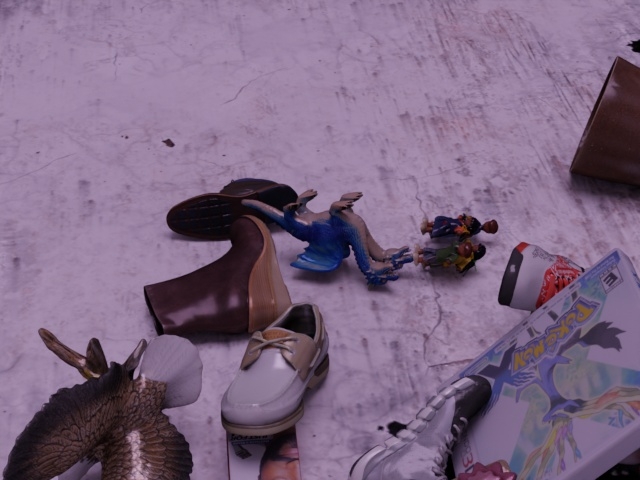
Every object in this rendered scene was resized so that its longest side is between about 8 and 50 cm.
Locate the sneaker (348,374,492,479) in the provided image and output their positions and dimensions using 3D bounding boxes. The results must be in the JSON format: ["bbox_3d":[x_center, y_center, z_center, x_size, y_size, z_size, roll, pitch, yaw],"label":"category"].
[{"bbox_3d":[0.159,0.282,1.746,0.229,0.086,0.132,-38,54,-10],"label":"sneaker"}]

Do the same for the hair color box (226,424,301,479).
[{"bbox_3d":[-0.074,0.290,1.774,0.093,0.053,0.167,-2,35,-6],"label":"hair color box"}]

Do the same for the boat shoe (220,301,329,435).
[{"bbox_3d":[-0.062,0.168,1.834,0.113,0.103,0.302,3,16,12],"label":"boat shoe"}]

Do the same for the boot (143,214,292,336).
[{"bbox_3d":[-0.168,0.052,2.087,0.207,0.090,0.248,-7,39,-15],"label":"boot"}]

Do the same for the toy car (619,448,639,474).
[{"bbox_3d":[0.426,0.226,1.725,0.238,0.219,0.210,26,42,33],"label":"toy car"}]

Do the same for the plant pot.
[{"bbox_3d":[0.576,-0.175,2.354,0.230,0.215,0.215,23,38,6],"label":"plant pot"}]

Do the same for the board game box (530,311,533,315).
[{"bbox_3d":[0.369,0.150,1.990,0.092,0.043,0.181,-3,35,-4],"label":"board game box"}]

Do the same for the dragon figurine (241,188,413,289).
[{"bbox_3d":[0.000,0.000,2.154,0.289,0.144,0.085,1,20,19],"label":"dragon figurine"}]

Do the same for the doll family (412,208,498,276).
[{"bbox_3d":[0.219,-0.001,2.181,0.111,0.076,0.193,-8,35,19],"label":"doll family"}]

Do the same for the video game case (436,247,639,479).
[{"bbox_3d":[0.294,0.198,1.735,0.036,0.329,0.300,38,23,-26],"label":"video game case"}]

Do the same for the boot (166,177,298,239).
[{"bbox_3d":[-0.149,-0.055,2.282,0.219,0.082,0.106,-9,13,-6],"label":"boot"}]

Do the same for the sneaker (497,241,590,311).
[{"bbox_3d":[0.343,0.067,1.912,0.145,0.090,0.270,19,5,19],"label":"sneaker"}]

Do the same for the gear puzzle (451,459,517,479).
[{"bbox_3d":[0.189,0.405,1.554,0.175,0.044,0.339,-23,48,2],"label":"gear puzzle"}]

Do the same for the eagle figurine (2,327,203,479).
[{"bbox_3d":[-0.269,0.257,1.715,0.226,0.225,0.298,8,23,-7],"label":"eagle figurine"}]
